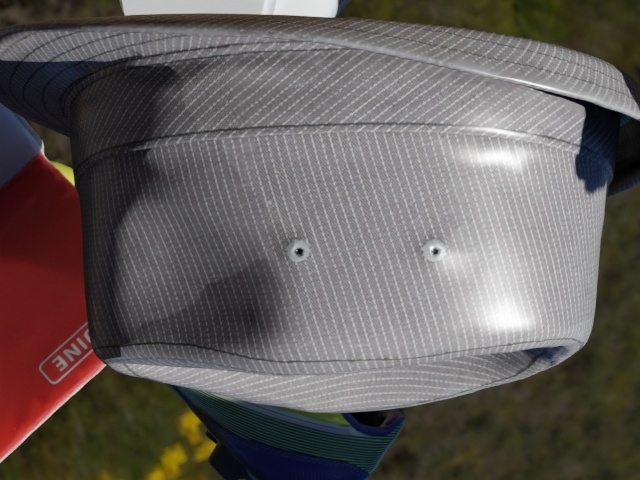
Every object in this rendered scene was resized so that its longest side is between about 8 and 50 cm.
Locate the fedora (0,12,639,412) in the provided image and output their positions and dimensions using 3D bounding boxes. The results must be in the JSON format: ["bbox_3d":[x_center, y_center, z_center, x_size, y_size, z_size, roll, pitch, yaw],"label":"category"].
[{"bbox_3d":[0.000,0.000,0.742,0.276,0.124,0.244,3,168,-7],"label":"fedora"}]

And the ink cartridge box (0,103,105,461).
[{"bbox_3d":[-0.255,0.036,0.904,0.296,0.261,0.066,-43,143,-7],"label":"ink cartridge box"}]

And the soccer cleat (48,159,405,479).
[{"bbox_3d":[-0.065,0.043,1.120,0.121,0.289,0.093,-40,-160,6],"label":"soccer cleat"}]

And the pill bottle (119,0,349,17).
[{"bbox_3d":[-0.042,-0.193,1.201,0.146,0.146,0.264,-37,-171,26],"label":"pill bottle"}]
